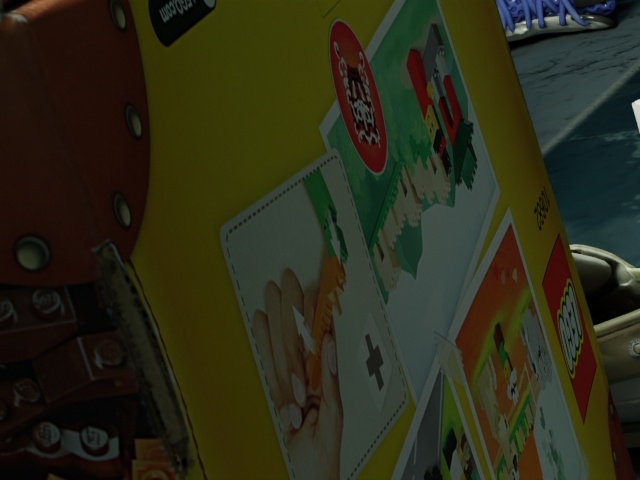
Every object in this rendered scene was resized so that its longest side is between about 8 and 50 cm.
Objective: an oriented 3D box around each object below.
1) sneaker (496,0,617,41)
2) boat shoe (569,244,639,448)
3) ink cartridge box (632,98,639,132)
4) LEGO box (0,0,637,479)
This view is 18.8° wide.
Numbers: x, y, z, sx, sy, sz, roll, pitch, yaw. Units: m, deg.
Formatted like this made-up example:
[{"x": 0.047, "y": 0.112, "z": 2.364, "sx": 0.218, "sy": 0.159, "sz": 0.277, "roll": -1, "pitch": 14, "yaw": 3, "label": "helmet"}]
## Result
[{"x": 0.202, "y": -0.261, "z": 1.998, "sx": 0.315, "sy": 0.127, "sz": 0.182, "roll": -24, "pitch": 14, "yaw": -27, "label": "sneaker"}, {"x": 0.133, "y": 0.054, "z": 1.008, "sx": 0.302, "sy": 0.103, "sz": 0.113, "roll": -9, "pitch": 20, "yaw": 36, "label": "boat shoe"}, {"x": 0.250, "y": -0.036, "z": 1.132, "sx": 0.099, "sy": 0.135, "sz": 0.056, "roll": -25, "pitch": 16, "yaw": -26, "label": "ink cartridge box"}, {"x": -0.040, "y": 0.060, "z": 0.675, "sx": 0.193, "sy": 0.372, "sz": 0.500, "roll": -13, "pitch": 15, "yaw": 17, "label": "LEGO box"}]
